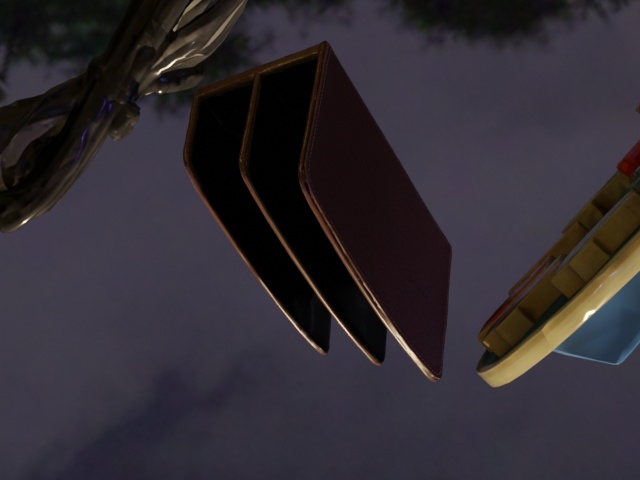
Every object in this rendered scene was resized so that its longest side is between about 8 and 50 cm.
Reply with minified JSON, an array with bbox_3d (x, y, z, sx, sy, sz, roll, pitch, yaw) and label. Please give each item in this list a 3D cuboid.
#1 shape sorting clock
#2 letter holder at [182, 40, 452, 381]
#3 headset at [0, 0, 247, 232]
[{"bbox_3d":[0.119,-0.034,0.451,0.206,0.040,0.206,-51,175,-6],"label":"shape sorting clock"},{"bbox_3d":[0.000,0.000,1.418,0.152,0.302,0.214,-17,-140,22],"label":"letter holder"},{"bbox_3d":[-0.213,-0.166,0.495,0.185,0.394,0.243,-43,178,5],"label":"headset"}]
